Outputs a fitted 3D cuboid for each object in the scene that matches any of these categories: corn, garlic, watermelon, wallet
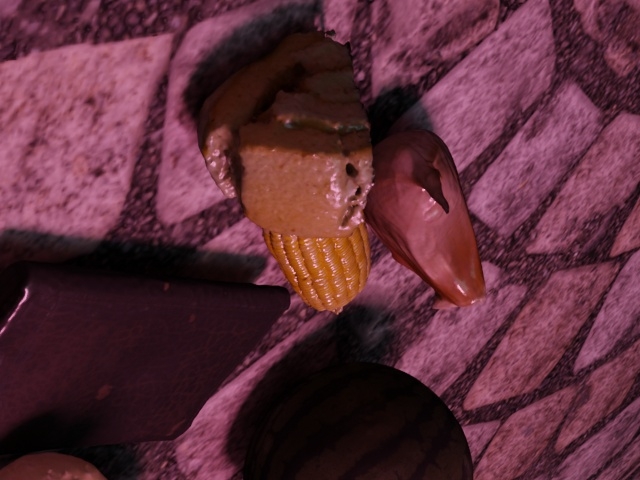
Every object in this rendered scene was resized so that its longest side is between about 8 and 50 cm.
[{"bbox_3d":[0.000,0.000,1.233,0.165,0.063,0.085,71,41,-61],"label":"corn"},{"bbox_3d":[0.085,-0.029,1.248,0.090,0.128,0.198,-27,153,-6],"label":"garlic"},{"bbox_3d":[0.031,0.218,1.413,0.212,0.212,0.212,-36,151,-24],"label":"watermelon"},{"bbox_3d":[-0.157,0.087,1.139,0.170,0.044,0.321,-53,154,16],"label":"wallet"}]

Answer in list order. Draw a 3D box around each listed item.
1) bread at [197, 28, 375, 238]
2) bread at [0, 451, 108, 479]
[{"bbox_3d":[-0.031,-0.074,1.062,0.110,0.156,0.103,-3,130,-11],"label":"bread"},{"bbox_3d":[-0.221,0.299,1.081,0.316,0.316,0.054,-49,-171,2],"label":"bread"}]
